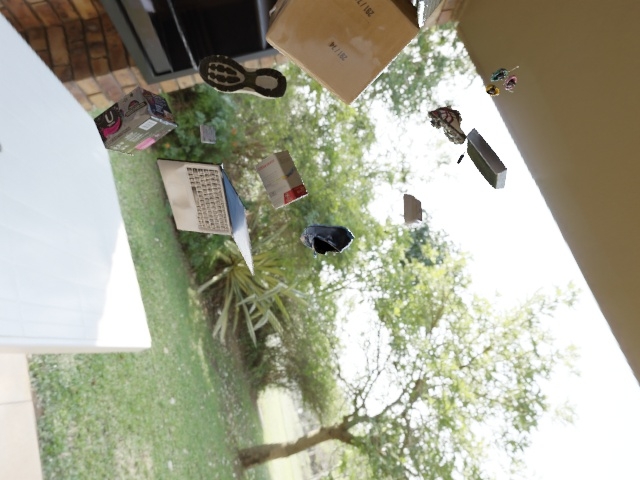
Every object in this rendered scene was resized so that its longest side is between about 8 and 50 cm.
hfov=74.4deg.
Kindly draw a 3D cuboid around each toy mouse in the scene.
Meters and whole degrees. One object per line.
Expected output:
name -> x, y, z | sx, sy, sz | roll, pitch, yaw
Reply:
toy mouse -> 0.693, -0.613, 1.600 | 0.143, 0.161, 0.031 | 124, -36, -51

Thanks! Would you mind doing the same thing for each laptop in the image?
laptop -> -0.449, -0.089, 1.671 | 0.382, 0.407, 0.236 | 92, 6, -45

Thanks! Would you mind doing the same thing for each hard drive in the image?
hard drive -> 0.702, -0.343, 1.800 | 0.255, 0.054, 0.172 | 66, 6, 29

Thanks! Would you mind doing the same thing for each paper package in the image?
paper package -> 0.060, -0.599, 1.163 | 0.325, 0.309, 0.168 | 29, 40, -28

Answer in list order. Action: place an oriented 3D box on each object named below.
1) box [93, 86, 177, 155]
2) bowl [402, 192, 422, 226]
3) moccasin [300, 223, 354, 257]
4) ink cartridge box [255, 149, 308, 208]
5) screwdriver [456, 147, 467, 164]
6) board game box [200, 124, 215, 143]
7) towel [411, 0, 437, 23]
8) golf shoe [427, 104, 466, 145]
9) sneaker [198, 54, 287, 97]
box -> -0.734, -0.469, 1.673 | 0.142, 0.247, 0.163 | 64, 17, 8
bowl -> 0.390, -0.124, 1.766 | 0.142, 0.053, 0.142 | 10, 78, -61
moccasin -> 0.000, 0.000, 1.862 | 0.138, 0.117, 0.342 | 43, -24, -21
ink cartridge box -> -0.139, -0.216, 1.503 | 0.127, 0.072, 0.175 | -19, -82, 46
screwdriver -> 0.708, -0.441, 2.031 | 0.025, 0.170, 0.024 | 37, 13, 15
board game box -> -0.606, -0.572, 2.273 | 0.090, 0.020, 0.090 | -11, 101, -59
towel -> 0.388, -0.811, 1.268 | 0.056, 0.312, 0.324 | 44, 17, -1
golf shoe -> 0.568, -0.511, 1.820 | 0.105, 0.120, 0.273 | 57, 7, -44
sneaker -> -0.363, -0.747, 1.987 | 0.182, 0.410, 0.158 | -117, -139, -79
